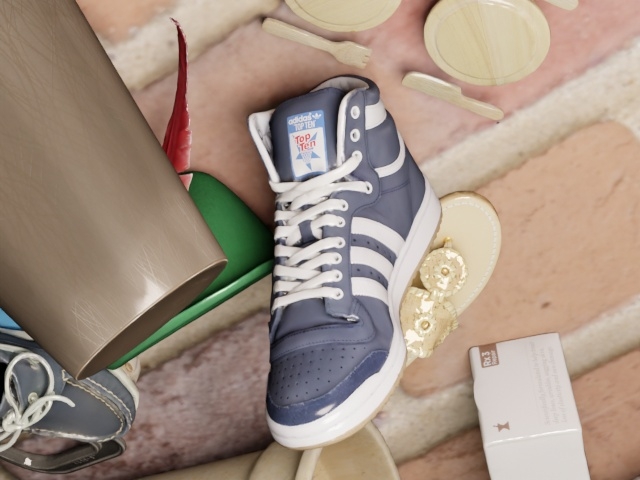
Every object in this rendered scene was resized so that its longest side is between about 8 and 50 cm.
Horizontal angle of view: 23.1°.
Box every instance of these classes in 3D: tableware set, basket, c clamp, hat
[{"bbox_3d":[0.066,-0.167,1.071,0.194,0.039,0.128,20,138,-10],"label":"tableware set"},{"bbox_3d":[-0.180,-0.034,1.029,0.204,0.154,0.227,-41,84,24],"label":"basket"},{"bbox_3d":[-0.237,0.161,1.309,0.137,0.022,0.160,22,148,-28],"label":"c clamp"},{"bbox_3d":[-0.119,-0.032,1.168,0.208,0.173,0.183,-32,90,15],"label":"hat"}]

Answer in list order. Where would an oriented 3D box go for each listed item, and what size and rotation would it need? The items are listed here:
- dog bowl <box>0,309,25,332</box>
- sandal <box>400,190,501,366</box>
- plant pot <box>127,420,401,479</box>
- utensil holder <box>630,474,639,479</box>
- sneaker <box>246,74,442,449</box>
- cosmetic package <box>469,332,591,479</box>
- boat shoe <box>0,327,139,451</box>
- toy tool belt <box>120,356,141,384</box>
[{"bbox_3d":[-0.301,0.011,1.162,0.297,0.074,0.166,22,131,-27],"label":"dog bowl"},{"bbox_3d":[0.070,0.073,1.241,0.088,0.079,0.240,25,125,-21],"label":"sandal"},{"bbox_3d":[-0.104,0.320,1.315,0.305,0.334,0.334,-7,130,19],"label":"plant pot"},{"bbox_3d":[0.468,0.250,1.245,0.385,0.328,0.327,-35,123,25],"label":"utensil holder"},{"bbox_3d":[0.000,0.000,1.060,0.099,0.282,0.153,-11,124,26],"label":"sneaker"},{"bbox_3d":[0.189,0.202,1.329,0.085,0.117,0.231,-10,131,6],"label":"cosmetic package"},{"bbox_3d":[-0.242,0.104,1.150,0.254,0.079,0.095,31,114,-33],"label":"boat shoe"},{"bbox_3d":[-0.188,0.121,1.289,0.083,0.051,0.052,-23,127,17],"label":"toy tool belt"}]
